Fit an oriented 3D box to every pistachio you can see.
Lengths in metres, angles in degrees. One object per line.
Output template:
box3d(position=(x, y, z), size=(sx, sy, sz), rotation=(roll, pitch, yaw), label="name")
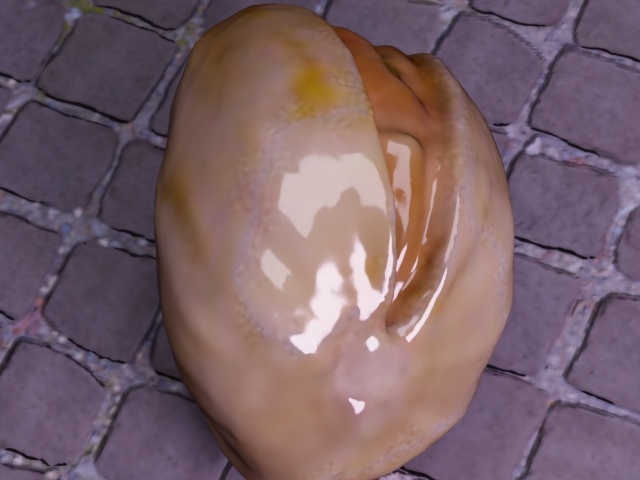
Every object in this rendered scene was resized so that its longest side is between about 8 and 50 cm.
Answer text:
box3d(position=(0.000, 0.000, 1.139), size=(0.230, 0.230, 0.309), rotation=(-8, 55, 2), label="pistachio")
